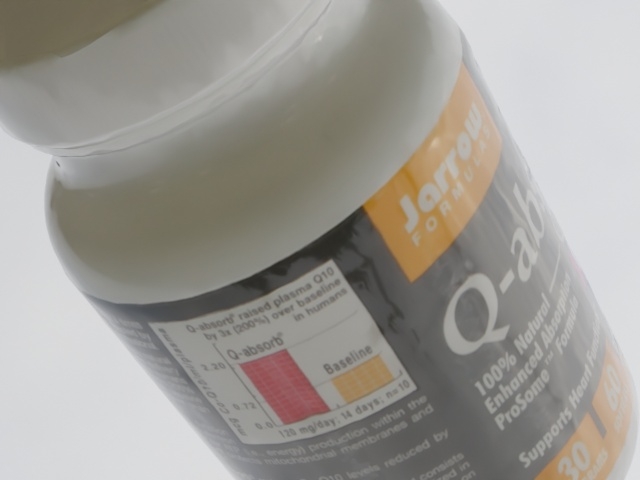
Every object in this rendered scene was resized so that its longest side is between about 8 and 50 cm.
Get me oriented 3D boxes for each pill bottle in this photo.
[{"bbox_3d":[0.000,0.000,0.502,0.162,0.278,0.162,-22,-144,17],"label":"pill bottle"}]
